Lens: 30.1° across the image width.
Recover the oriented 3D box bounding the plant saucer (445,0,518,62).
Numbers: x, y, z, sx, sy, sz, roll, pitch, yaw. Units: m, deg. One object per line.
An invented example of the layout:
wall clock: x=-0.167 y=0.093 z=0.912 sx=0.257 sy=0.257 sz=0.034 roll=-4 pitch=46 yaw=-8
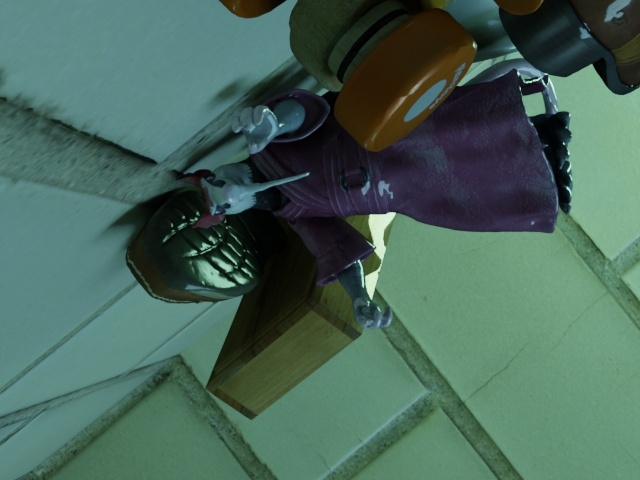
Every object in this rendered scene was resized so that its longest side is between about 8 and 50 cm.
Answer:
plant saucer: x=0.223 y=-0.263 z=0.950 sx=0.401 sy=0.100 sz=0.400 roll=-22 pitch=174 yaw=-2

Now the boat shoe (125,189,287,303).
boat shoe: x=-0.131 y=0.022 z=1.269 sx=0.120 sy=0.122 sz=0.324 roll=-34 pitch=177 yaw=15

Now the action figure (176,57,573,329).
action figure: x=0.045 y=-0.087 z=1.112 sx=0.370 sy=0.248 sz=0.275 roll=-5 pitch=-143 yaw=11

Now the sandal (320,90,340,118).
sandal: x=0.045 y=-0.144 z=1.210 sx=0.254 sy=0.097 sz=0.054 roll=-39 pitch=149 yaw=5

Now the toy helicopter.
toy helicopter: x=0.111 y=-0.220 z=0.651 sx=0.355 sy=0.140 sz=0.235 roll=-51 pitch=167 yaw=31

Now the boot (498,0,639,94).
boot: x=0.290 y=-0.220 z=0.838 sx=0.280 sy=0.096 sz=0.264 roll=-34 pitch=161 yaw=31

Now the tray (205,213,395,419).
tray: x=0.000 y=0.000 z=1.410 sx=0.203 sy=0.076 sz=0.411 roll=-42 pitch=-160 yaw=38
